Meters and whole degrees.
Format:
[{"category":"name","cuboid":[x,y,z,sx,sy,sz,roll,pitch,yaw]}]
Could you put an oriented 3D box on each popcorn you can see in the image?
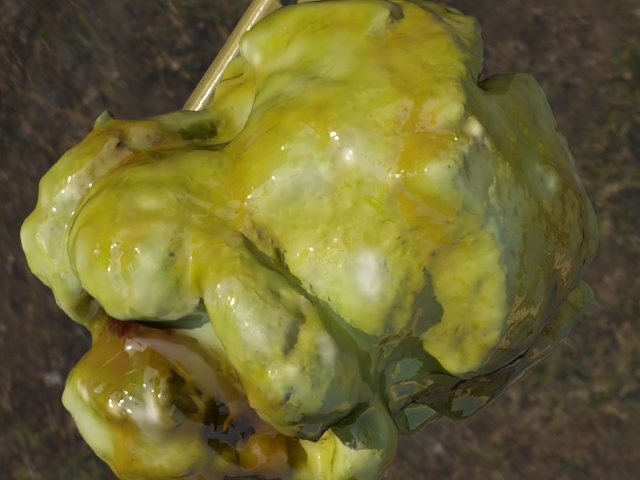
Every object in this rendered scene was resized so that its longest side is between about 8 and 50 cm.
[{"category":"popcorn","cuboid":[0.001,0.005,0.842,0.276,0.276,0.225,-44,79,-1]}]

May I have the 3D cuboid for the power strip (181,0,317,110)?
[{"category":"power strip","cuboid":[-0.024,-0.115,1.053,0.064,0.044,0.305,31,98,-17]}]
